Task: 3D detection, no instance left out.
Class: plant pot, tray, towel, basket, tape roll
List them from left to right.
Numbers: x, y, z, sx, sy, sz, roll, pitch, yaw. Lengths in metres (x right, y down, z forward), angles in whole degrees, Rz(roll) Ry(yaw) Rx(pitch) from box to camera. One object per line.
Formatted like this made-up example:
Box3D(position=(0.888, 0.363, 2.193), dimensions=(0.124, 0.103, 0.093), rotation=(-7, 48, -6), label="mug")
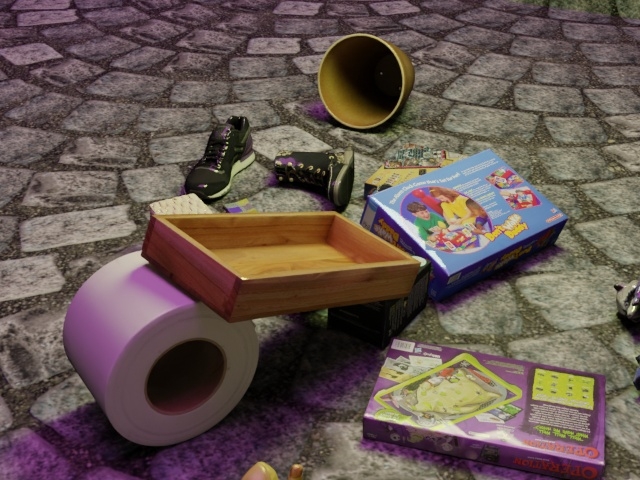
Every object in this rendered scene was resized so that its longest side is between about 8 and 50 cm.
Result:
Box3D(position=(-0.236, 0.157, 1.322), dimensions=(0.246, 0.246, 0.169), rotation=(-18, 36, -28), label="tape roll")
Box3D(position=(-0.255, -0.008, 1.730), dimensions=(0.113, 0.103, 0.167), rotation=(-16, 36, -24), label="basket")
Box3D(position=(-0.169, -0.065, 1.918), dimensions=(0.060, 0.009, 0.083), rotation=(-14, 34, -21), label="towel")
Box3D(position=(-0.048, 0.031, 1.371), dimensions=(0.203, 0.076, 0.411), rotation=(32, 23, 35), label="tray")
Box3D(position=(0.154, -0.427, 2.357), dimensions=(0.237, 0.237, 0.254), rotation=(16, 20, 23), label="plant pot")

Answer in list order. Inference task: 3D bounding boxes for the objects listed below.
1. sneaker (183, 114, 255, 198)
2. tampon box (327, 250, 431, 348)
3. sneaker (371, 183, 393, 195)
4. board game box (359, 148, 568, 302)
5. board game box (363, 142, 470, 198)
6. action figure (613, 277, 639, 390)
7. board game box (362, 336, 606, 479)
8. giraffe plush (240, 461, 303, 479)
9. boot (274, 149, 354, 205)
Box3D(position=(-0.237, -0.198, 2.026), dimensions=(0.107, 0.124, 0.283), rotation=(9, 32, 13), label="sneaker")
Box3D(position=(0.104, 0.092, 1.576), dimensions=(0.120, 0.101, 0.161), rotation=(20, 35, 27), label="tampon box")
Box3D(position=(0.127, -0.016, 1.809), dimensions=(0.069, 0.082, 0.209), rotation=(14, 48, -12), label="sneaker")
Box3D(position=(0.285, -0.040, 1.762), dimensions=(0.347, 0.078, 0.233), rotation=(-22, 55, -33), label="board game box")
Box3D(position=(0.223, -0.145, 2.032), dimensions=(0.165, 0.042, 0.243), rotation=(16, 34, 23), label="board game box")
Box3D(position=(0.645, 0.152, 1.499), dimensions=(0.330, 0.178, 0.341), rotation=(18, 61, 37), label="action figure")
Box3D(position=(0.256, 0.253, 1.370), dimensions=(0.347, 0.056, 0.208), rotation=(9, 28, 14), label="board game box")
Box3D(position=(-0.031, 0.383, 1.068), dimensions=(0.170, 0.181, 0.210), rotation=(32, 7, 26), label="giraffe plush")
Box3D(position=(-0.018, -0.141, 1.982), dimensions=(0.179, 0.085, 0.236), rotation=(3, 25, 7), label="boot")
